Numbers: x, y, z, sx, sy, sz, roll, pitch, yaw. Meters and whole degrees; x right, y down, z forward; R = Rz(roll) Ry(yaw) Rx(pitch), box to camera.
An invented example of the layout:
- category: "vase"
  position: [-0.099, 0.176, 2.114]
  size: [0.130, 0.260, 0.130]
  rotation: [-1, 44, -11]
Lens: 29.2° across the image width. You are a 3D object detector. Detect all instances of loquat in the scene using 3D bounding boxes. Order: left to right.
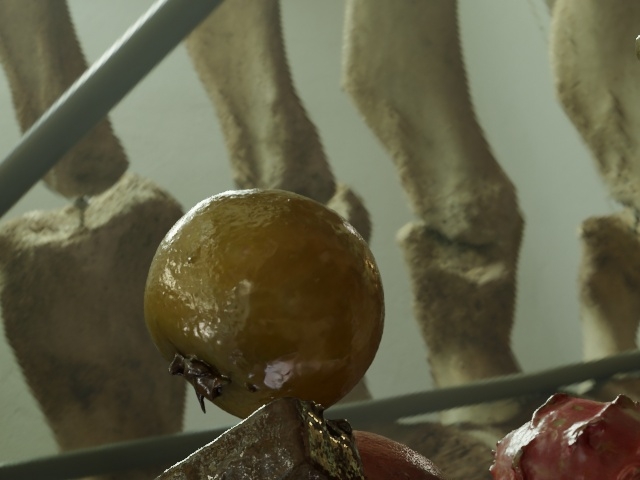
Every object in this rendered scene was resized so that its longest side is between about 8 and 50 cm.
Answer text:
- category: "loquat"
  position: [-0.063, 0.076, 1.363]
  size: [0.274, 0.275, 0.275]
  rotation: [15, -121, -27]

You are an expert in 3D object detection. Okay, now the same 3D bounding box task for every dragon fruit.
- category: "dragon fruit"
  position: [0.275, 0.263, 1.302]
  size: [0.210, 0.268, 0.205]
  rotation: [29, -108, -23]

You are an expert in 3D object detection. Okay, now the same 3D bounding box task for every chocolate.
- category: "chocolate"
  position: [-0.060, 0.248, 1.150]
  size: [0.148, 0.214, 0.093]
  rotation: [40, -160, -50]

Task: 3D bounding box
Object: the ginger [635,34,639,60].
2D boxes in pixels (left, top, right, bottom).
- category: "ginger"
  position: [0.407, -0.215, 1.189]
  size: [0.123, 0.193, 0.115]
  rotation: [-65, -32, -26]

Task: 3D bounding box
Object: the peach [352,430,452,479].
- category: "peach"
  position: [0.038, 0.331, 1.392]
  size: [0.281, 0.281, 0.238]
  rotation: [38, -123, -11]
